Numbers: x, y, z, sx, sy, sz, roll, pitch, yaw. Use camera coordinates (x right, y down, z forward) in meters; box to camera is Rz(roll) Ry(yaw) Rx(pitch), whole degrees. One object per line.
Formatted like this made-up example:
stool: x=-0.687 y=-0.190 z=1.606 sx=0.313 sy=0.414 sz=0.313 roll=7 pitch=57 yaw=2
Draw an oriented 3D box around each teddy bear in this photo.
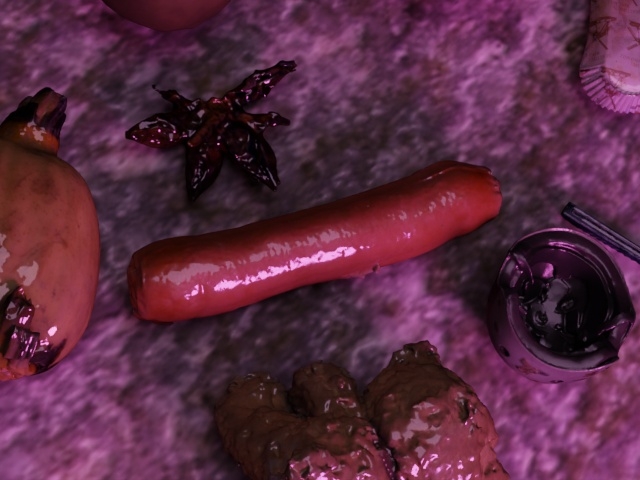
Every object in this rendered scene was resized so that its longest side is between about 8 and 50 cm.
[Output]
teddy bear: x=0.052 y=0.212 z=1.319 sx=0.256 sy=0.156 sz=0.267 roll=-19 pitch=74 yaw=-22

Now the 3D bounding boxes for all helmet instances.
helmet: x=0.245 y=0.083 z=1.445 sx=0.153 sy=0.107 sz=0.177 roll=30 pitch=46 yaw=1

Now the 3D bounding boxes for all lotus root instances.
lotus root: x=-0.300 y=-0.010 z=1.305 sx=0.182 sy=0.183 sz=0.310 roll=8 pitch=66 yaw=-11

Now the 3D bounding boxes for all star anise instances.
star anise: x=-0.104 y=-0.110 z=1.454 sx=0.212 sy=0.053 sz=0.157 roll=-12 pitch=72 yaw=-20

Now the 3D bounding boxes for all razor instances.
razor: x=0.357 y=0.014 z=1.536 sx=0.190 sy=0.033 sz=0.066 roll=34 pitch=65 yaw=1

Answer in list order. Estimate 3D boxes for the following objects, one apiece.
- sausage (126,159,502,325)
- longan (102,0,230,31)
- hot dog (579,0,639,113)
sausage: x=0.000 y=0.000 z=1.420 sx=0.418 sy=0.094 sz=0.094 roll=-17 pitch=104 yaw=-20
longan: x=-0.171 y=-0.347 z=1.449 sx=0.246 sy=0.215 sz=0.246 roll=-10 pitch=105 yaw=-42
hot dog: x=0.367 y=-0.238 z=1.621 sx=0.108 sy=0.059 sz=0.191 roll=16 pitch=65 yaw=-6
